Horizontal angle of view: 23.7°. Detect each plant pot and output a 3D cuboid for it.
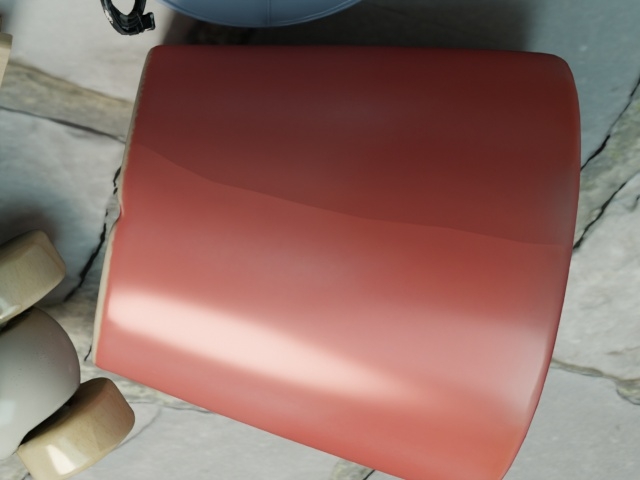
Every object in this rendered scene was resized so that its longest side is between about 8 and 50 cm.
[{"bbox_3d":[0.000,0.000,0.911,0.243,0.275,0.275,11,136,-5],"label":"plant pot"}]

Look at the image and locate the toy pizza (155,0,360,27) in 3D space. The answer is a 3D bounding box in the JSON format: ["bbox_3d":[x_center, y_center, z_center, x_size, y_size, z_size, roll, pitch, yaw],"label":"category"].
[{"bbox_3d":[-0.030,-0.201,0.833,0.201,0.032,0.201,-5,137,-4],"label":"toy pizza"}]

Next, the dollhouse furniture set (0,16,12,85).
[{"bbox_3d":[-0.389,-0.004,0.894,0.355,0.174,0.303,9,136,-17],"label":"dollhouse furniture set"}]

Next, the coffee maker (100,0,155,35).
[{"bbox_3d":[-0.190,-0.175,0.742,0.178,0.171,0.120,-6,-176,16],"label":"coffee maker"}]

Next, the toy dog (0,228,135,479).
[{"bbox_3d":[-0.286,0.133,1.044,0.220,0.161,0.334,45,118,-1],"label":"toy dog"}]
